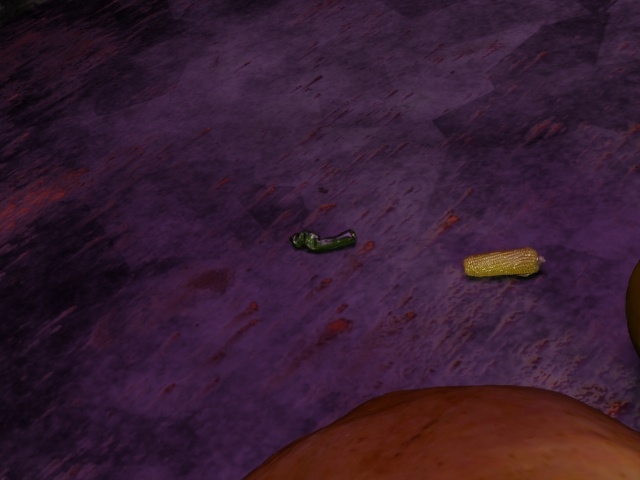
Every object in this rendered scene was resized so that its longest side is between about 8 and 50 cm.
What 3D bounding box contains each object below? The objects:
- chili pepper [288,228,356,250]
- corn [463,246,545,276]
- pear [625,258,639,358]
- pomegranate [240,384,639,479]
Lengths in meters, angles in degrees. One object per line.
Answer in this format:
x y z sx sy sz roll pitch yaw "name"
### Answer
0.000 0.000 1.055 0.083 0.022 0.027 -3 70 19 "chili pepper"
0.188 0.023 0.935 0.083 0.028 0.027 -7 41 21 "corn"
0.320 0.059 0.725 0.149 0.149 0.162 -11 32 9 "pear"
0.083 0.239 0.458 0.338 0.338 0.338 -11 35 8 "pomegranate"
